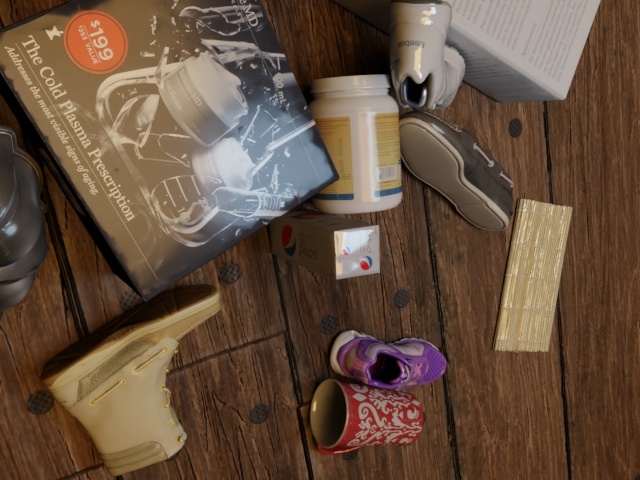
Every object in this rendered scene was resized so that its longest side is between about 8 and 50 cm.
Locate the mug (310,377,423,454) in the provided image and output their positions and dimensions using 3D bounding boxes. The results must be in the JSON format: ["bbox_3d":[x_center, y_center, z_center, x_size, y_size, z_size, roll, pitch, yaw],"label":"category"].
[{"bbox_3d":[0.073,0.306,1.108,0.169,0.150,0.113,12,62,-30],"label":"mug"}]

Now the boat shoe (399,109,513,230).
[{"bbox_3d":[0.238,-0.135,1.109,0.335,0.112,0.095,39,62,-38],"label":"boat shoe"}]

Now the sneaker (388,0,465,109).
[{"bbox_3d":[0.152,-0.254,0.981,0.297,0.111,0.129,22,77,-68],"label":"sneaker"}]

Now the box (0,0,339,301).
[{"bbox_3d":[-0.199,-0.158,0.832,0.313,0.179,0.343,-35,113,-20],"label":"box"}]

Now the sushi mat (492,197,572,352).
[{"bbox_3d":[0.435,0.078,1.303,0.151,0.019,0.316,5,96,-30],"label":"sushi mat"}]

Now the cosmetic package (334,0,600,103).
[{"bbox_3d":[0.228,-0.417,1.024,0.453,0.161,0.230,22,88,-29],"label":"cosmetic package"}]

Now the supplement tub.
[{"bbox_3d":[0.051,-0.149,0.985,0.144,0.144,0.199,-9,102,-27],"label":"supplement tub"}]

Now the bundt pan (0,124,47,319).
[{"bbox_3d":[-0.444,0.012,0.666,0.331,0.124,0.330,-24,146,-18],"label":"bundt pan"}]

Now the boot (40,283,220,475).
[{"bbox_3d":[-0.231,0.200,0.923,0.262,0.095,0.203,-31,111,-18],"label":"boot"}]

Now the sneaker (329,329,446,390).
[{"bbox_3d":[0.136,0.222,1.120,0.236,0.104,0.095,12,92,-30],"label":"sneaker"}]

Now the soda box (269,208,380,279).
[{"bbox_3d":[0.000,0.000,0.943,0.074,0.216,0.069,-8,102,-27],"label":"soda box"}]
